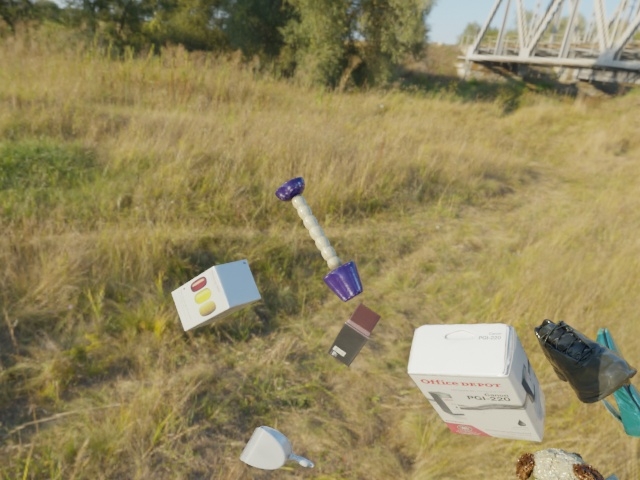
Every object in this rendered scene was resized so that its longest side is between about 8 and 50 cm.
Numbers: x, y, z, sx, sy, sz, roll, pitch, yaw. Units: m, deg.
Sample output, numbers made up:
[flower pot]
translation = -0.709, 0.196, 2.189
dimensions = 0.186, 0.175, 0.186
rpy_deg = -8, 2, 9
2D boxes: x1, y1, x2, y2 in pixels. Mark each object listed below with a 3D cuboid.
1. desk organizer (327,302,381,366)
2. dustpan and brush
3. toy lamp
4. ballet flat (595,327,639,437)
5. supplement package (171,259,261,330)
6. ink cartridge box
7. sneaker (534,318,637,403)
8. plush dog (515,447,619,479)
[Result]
[desk organizer]
translation = 0.058, 0.165, 0.854
dimensions = 0.047, 0.130, 0.050
rpy_deg = 33, 54, 9
[dustpan and brush]
translation = -0.116, 0.638, 1.467
dimensions = 0.211, 0.147, 0.060
rpy_deg = 29, 20, 2
[toy lamp]
translation = 0.000, 0.000, 1.026
dimensions = 0.080, 0.080, 0.275
rpy_deg = -21, 75, -52
[ballet flat]
translation = 0.670, 0.328, 1.123
dimensions = 0.083, 0.087, 0.247
rpy_deg = 7, 57, -45
[supplement package]
translation = -0.326, 0.170, 1.526
dimensions = 0.244, 0.139, 0.134
rpy_deg = -30, -11, 38
[ink cartridge box]
translation = 0.258, 0.232, 0.799
dimensions = 0.158, 0.218, 0.092
rpy_deg = -8, 42, 34
[sneaker]
translation = 0.494, 0.224, 0.963
dimensions = 0.130, 0.109, 0.286
rpy_deg = 51, 0, 5
[plush dog]
translation = 0.648, 0.624, 1.288
dimensions = 0.262, 0.225, 0.210
rpy_deg = -13, 41, 40
